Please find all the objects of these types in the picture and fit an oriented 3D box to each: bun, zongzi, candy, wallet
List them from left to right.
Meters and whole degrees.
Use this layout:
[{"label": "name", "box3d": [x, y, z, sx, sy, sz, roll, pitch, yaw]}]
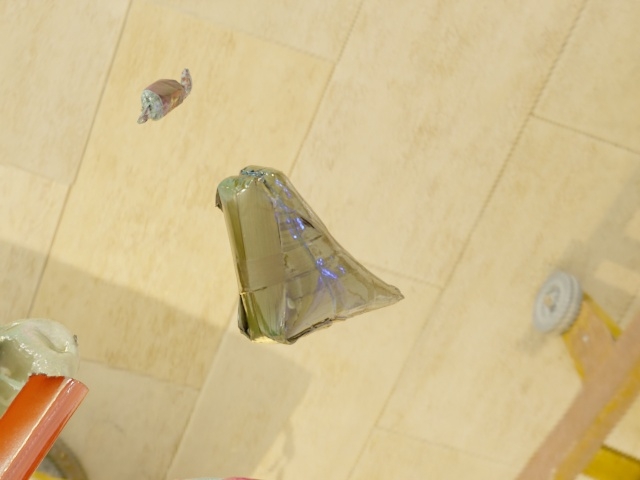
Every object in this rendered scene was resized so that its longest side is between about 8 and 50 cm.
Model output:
[{"label": "bun", "box3d": [-0.500, 0.250, 1.830, 0.168, 0.273, 0.273, 21, 114, -23]}, {"label": "wallet", "box3d": [-0.393, 0.265, 1.450, 0.142, 0.204, 0.045, -6, 135, 49]}, {"label": "candy", "box3d": [-0.222, -0.202, 1.577, 0.043, 0.175, 0.045, 15, 115, 9]}, {"label": "zongzi", "box3d": [0.000, 0.000, 1.626, 0.289, 0.123, 0.260, -18, 102, -36]}]

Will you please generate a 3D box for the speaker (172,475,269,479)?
[{"label": "speaker", "box3d": [-0.092, 0.415, 1.460, 0.294, 0.294, 0.294, -2, 118, -4]}]
